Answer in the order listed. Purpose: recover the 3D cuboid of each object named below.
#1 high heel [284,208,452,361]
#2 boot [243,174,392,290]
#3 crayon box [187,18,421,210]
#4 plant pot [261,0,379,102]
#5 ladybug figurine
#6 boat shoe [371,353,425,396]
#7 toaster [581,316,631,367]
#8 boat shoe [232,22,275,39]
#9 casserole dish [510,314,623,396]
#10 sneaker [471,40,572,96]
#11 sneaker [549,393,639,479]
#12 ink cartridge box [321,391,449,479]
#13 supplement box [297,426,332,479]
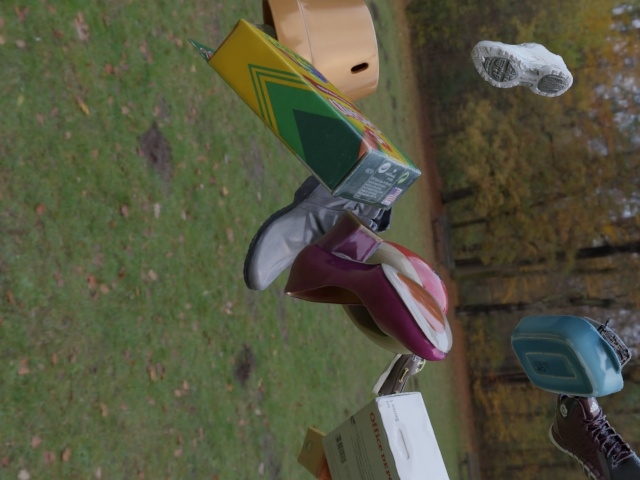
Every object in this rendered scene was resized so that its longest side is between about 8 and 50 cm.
[{"bbox_3d":[0.057,0.104,1.037,0.127,0.181,0.377,35,11,-26],"label":"high heel"},{"bbox_3d":[0.000,0.000,1.547,0.338,0.222,0.118,-54,151,-22],"label":"boot"},{"bbox_3d":[-0.020,-0.185,0.979,0.318,0.081,0.202,47,17,20],"label":"crayon box"},{"bbox_3d":[0.001,-0.395,1.491,0.291,0.203,0.291,168,-90,-83],"label":"plant pot"},{"bbox_3d":[0.190,0.134,1.850,0.449,0.162,0.305,23,-52,61],"label":"ladybug figurine"},{"bbox_3d":[0.275,0.390,2.241,0.324,0.096,0.116,-62,170,28],"label":"boat shoe"},{"bbox_3d":[0.838,0.339,2.155,0.168,0.186,0.110,43,-1,-20],"label":"toaster"},{"bbox_3d":[-0.150,-0.422,1.563,0.277,0.096,0.098,-153,-128,-75],"label":"boat shoe"},{"bbox_3d":[0.316,0.156,0.932,0.114,0.037,0.188,62,-18,-3],"label":"casserole dish"},{"bbox_3d":[0.438,-0.395,1.556,0.090,0.232,0.115,120,-18,-48],"label":"sneaker"},{"bbox_3d":[0.596,0.416,1.505,0.281,0.106,0.162,30,-50,59],"label":"sneaker"},{"bbox_3d":[0.100,0.360,1.146,0.219,0.092,0.160,-51,-132,50],"label":"ink cartridge box"},{"bbox_3d":[0.016,0.420,1.368,0.233,0.080,0.078,146,-36,-75],"label":"supplement box"}]
